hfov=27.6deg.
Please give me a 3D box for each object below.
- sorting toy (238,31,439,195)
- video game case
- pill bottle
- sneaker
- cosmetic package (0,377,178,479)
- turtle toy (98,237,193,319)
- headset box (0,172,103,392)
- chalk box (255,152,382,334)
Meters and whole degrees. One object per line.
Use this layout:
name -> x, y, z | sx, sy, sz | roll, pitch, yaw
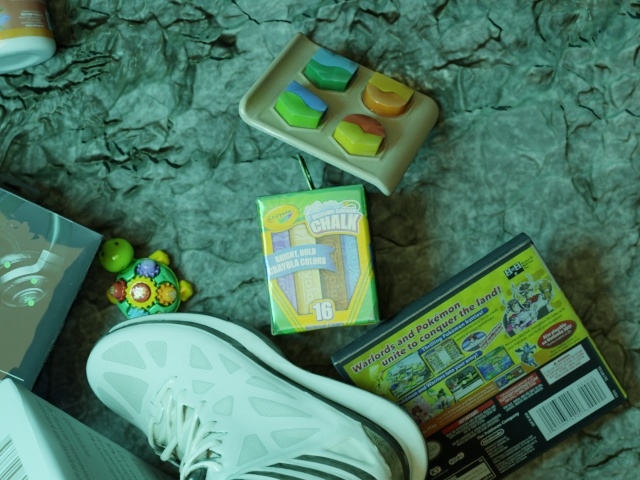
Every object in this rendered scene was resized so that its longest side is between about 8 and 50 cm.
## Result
sorting toy -> 0.029, -0.161, 1.567 | 0.208, 0.193, 0.038 | 29, 134, 4
video game case -> 0.193, 0.164, 1.561 | 0.275, 0.035, 0.248 | -33, 107, 4
pill bottle -> -0.413, -0.326, 1.633 | 0.121, 0.121, 0.216 | -15, 87, 5
sneaker -> -0.128, 0.214, 1.445 | 0.448, 0.257, 0.169 | 17, 112, 26
cosmetic package -> -0.259, 0.429, 1.407 | 0.327, 0.329, 0.394 | -49, 125, 1
turtle toy -> -0.227, 0.053, 1.630 | 0.095, 0.066, 0.130 | -38, 85, 3
headset box -> -0.423, 0.054, 1.571 | 0.246, 0.131, 0.283 | 24, 84, -8
chalk box -> 0.000, 0.000, 1.578 | 0.132, 0.132, 0.213 | -6, 89, 5
